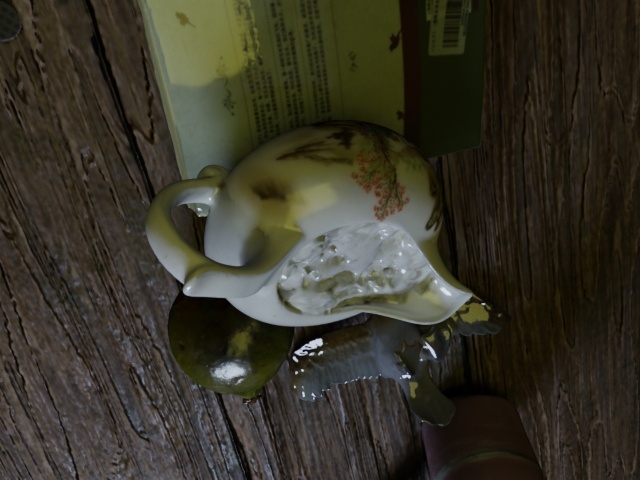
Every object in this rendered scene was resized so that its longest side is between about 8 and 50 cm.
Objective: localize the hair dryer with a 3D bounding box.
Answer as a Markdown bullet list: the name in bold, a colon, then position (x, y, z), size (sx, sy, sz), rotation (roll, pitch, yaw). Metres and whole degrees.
- **hair dryer**: position (0.124, 0.368, 0.666), size (0.125, 0.210, 0.352), rotation (33, 118, -22)

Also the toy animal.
- **toy animal**: position (0.089, 0.087, 0.585), size (0.273, 0.160, 0.197), rotation (-19, 110, -8)

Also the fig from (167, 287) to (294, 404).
- **fig**: position (-0.081, 0.121, 0.577), size (0.133, 0.126, 0.184), rotation (-21, 108, -14)

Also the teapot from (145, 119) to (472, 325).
- **teapot**: position (0.000, 0.000, 0.448), size (0.298, 0.139, 0.204), rotation (6, 135, -35)

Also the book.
- **book**: position (0.011, -0.143, 0.467), size (0.290, 0.026, 0.201), rotation (-14, 121, -12)
